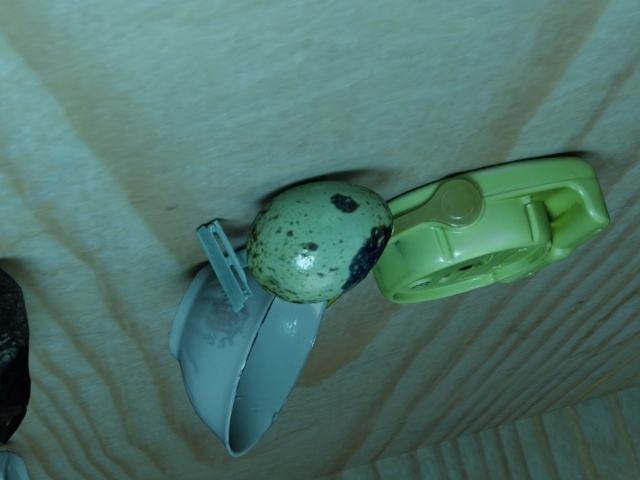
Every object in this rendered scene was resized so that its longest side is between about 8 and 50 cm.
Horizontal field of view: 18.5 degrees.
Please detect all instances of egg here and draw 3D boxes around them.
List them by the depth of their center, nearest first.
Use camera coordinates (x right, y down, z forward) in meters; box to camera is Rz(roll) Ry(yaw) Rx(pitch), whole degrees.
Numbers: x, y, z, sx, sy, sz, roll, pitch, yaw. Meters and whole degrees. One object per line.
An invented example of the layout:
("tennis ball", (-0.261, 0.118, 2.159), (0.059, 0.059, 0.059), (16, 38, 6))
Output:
("egg", (0.000, 0.000, 1.404), (0.110, 0.085, 0.085), (-18, 169, -11))

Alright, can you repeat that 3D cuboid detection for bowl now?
("bowl", (-0.066, 0.070, 1.563), (0.086, 0.189, 0.189), (23, 175, 13))

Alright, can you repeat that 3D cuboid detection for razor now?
("razor", (-0.019, -0.004, 1.468), (0.135, 0.068, 0.040), (-25, 175, -22))

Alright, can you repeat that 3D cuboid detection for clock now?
("clock", (0.103, 0.000, 1.578), (0.232, 0.069, 0.170), (-11, 167, -27))

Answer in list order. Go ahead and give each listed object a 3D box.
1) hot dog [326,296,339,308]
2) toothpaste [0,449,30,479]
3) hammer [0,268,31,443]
("hot dog", (-0.004, 0.047, 1.737), (0.090, 0.034, 0.030), (-24, 165, 34))
("toothpaste", (-0.502, 0.300, 2.165), (0.371, 0.080, 0.125), (-12, 173, 14))
("hammer", (-0.406, 0.119, 1.402), (0.409, 0.095, 0.242), (-11, 167, -16))
